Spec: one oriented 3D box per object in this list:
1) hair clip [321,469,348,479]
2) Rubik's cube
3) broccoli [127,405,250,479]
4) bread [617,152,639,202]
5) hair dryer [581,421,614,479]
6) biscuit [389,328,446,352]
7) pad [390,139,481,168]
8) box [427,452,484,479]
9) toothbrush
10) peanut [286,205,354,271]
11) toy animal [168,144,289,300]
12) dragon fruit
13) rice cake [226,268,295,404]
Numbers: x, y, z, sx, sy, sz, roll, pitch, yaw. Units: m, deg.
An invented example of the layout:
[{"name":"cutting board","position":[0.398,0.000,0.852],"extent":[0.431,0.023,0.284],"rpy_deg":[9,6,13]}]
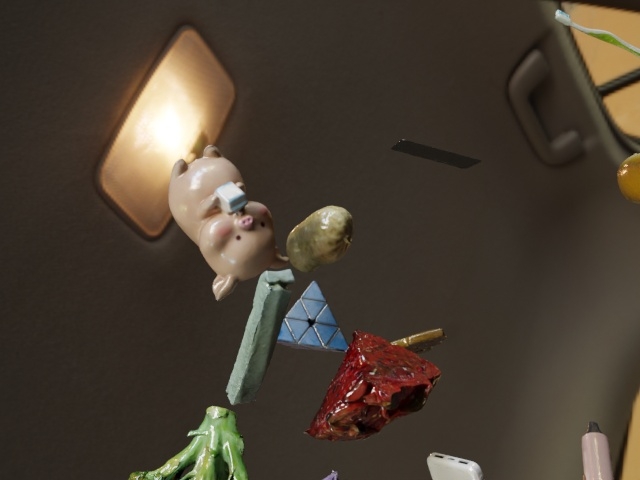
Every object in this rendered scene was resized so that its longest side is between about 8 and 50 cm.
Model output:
[{"name":"hair clip","position":[-0.033,0.675,1.960],"extent":[0.090,0.278,0.137],"rpy_deg":[38,-145,-30]},{"name":"Rubik's cube","position":[-0.040,0.242,1.936],"extent":[0.178,0.190,0.211],"rpy_deg":[-11,-59,-45]},{"name":"broccoli","position":[-0.229,0.455,1.468],"extent":[0.269,0.254,0.269],"rpy_deg":[9,-109,-29]},{"name":"bread","position":[0.737,-0.122,1.363],"extent":[0.329,0.424,0.245],"rpy_deg":[-36,-89,-8]},{"name":"hair dryer","position":[0.503,0.465,1.420],"extent":[0.344,0.189,0.107],"rpy_deg":[-67,-24,-56]},{"name":"biscuit","position":[0.314,0.340,2.549],"extent":[0.278,0.301,0.043],"rpy_deg":[0,-113,-38]},{"name":"pad","position":[0.217,-0.162,1.449],"extent":[0.112,0.157,0.003],"rpy_deg":[158,126,-84]},{"name":"box","position":[0.332,0.611,1.719],"extent":[0.044,0.142,0.285],"rpy_deg":[-30,-71,-37]},{"name":"toothbrush","position":[0.592,-0.409,1.564],"extent":[0.263,0.022,0.026],"rpy_deg":[21,-124,-13]},{"name":"peanut","position":[0.000,0.000,1.854],"extent":[0.129,0.224,0.129],"rpy_deg":[16,-121,-30]},{"name":"toy animal","position":[-0.198,-0.045,1.644],"extent":[0.195,0.256,0.213],"rpy_deg":[-24,-33,-27]},{"name":"dragon fruit","position":[0.121,0.382,1.685],"extent":[0.286,0.228,0.329],"rpy_deg":[-61,3,3]},{"name":"rice cake","position":[-0.126,0.201,1.578],"extent":[0.066,0.063,0.336],"rpy_deg":[-1,-55,-34]}]
